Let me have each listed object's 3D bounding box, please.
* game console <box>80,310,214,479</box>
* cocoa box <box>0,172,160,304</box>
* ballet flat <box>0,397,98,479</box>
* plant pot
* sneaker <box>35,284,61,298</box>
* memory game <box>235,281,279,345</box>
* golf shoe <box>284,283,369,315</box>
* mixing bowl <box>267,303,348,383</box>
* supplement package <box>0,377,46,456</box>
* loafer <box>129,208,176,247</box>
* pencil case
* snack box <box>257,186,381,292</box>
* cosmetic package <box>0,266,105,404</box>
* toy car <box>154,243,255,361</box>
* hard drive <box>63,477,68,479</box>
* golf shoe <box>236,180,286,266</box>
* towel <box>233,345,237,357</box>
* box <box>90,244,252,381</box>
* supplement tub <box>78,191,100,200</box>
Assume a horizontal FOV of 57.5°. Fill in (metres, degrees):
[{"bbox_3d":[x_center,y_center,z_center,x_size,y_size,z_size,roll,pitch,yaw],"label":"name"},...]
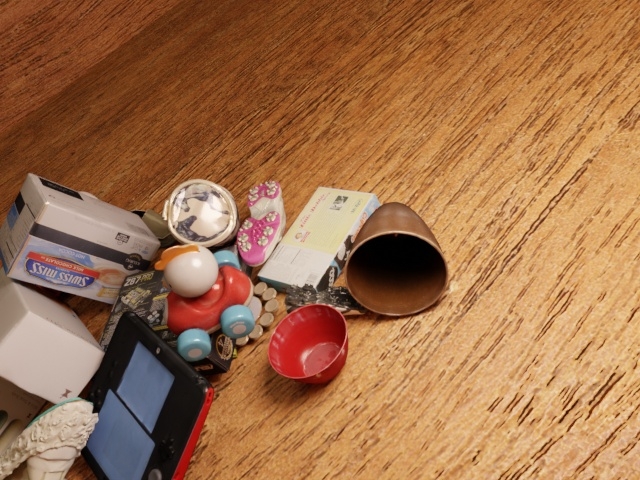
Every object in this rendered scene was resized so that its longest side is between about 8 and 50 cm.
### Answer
[{"bbox_3d":[-0.394,0.376,1.250,0.387,0.060,0.342,26,99,43],"label":"game console"},{"bbox_3d":[-0.682,0.006,1.642,0.231,0.347,0.228,37,99,47],"label":"cocoa box"},{"bbox_3d":[-0.628,0.504,1.276,0.409,0.147,0.147,-39,39,17],"label":"ballet flat"},{"bbox_3d":[0.168,0.013,1.306,0.215,0.215,0.230,-17,28,16],"label":"plant pot"},{"bbox_3d":[-0.836,0.116,1.829,0.276,0.097,0.135,-48,39,0],"label":"sneaker"},{"bbox_3d":[-0.184,0.180,1.436,0.186,0.012,0.186,-18,44,18],"label":"memory game"},{"bbox_3d":[0.016,0.156,1.342,0.198,0.093,0.077,7,29,6],"label":"golf shoe"},{"bbox_3d":[-0.011,0.238,1.248,0.181,0.098,0.181,-16,43,16],"label":"mixing bowl"},{"bbox_3d":[-0.888,0.431,1.497,0.198,0.199,0.262,10,57,37],"label":"supplement package"},{"bbox_3d":[-0.530,-0.045,1.834,0.251,0.087,0.094,9,55,36],"label":"loafer"},{"bbox_3d":[-0.300,-0.051,1.500,0.184,0.410,0.159,-3,87,-7],"label":"pencil case"},{"bbox_3d":[0.000,0.000,1.501,0.187,0.060,0.322,12,57,37],"label":"snack box"},{"bbox_3d":[-0.749,0.235,1.515,0.161,0.230,0.453,-54,35,-12],"label":"cosmetic package"},{"bbox_3d":[-0.282,0.092,1.254,0.210,0.238,0.219,-28,44,6],"label":"toy car"},{"bbox_3d":[-0.544,0.637,1.218,0.308,0.040,0.203,10,56,38],"label":"hard drive"},{"bbox_3d":[-0.138,-0.026,1.542,0.115,0.140,0.306,-9,40,15],"label":"golf shoe"},{"bbox_3d":[-0.257,0.213,1.478,0.102,0.021,0.237,-24,42,13],"label":"towel"},{"bbox_3d":[-0.378,0.197,1.476,0.395,0.097,0.318,-15,48,26],"label":"box"},{"bbox_3d":[-0.833,-0.021,1.900,0.272,0.191,0.191,-27,41,16],"label":"supplement tub"}]
